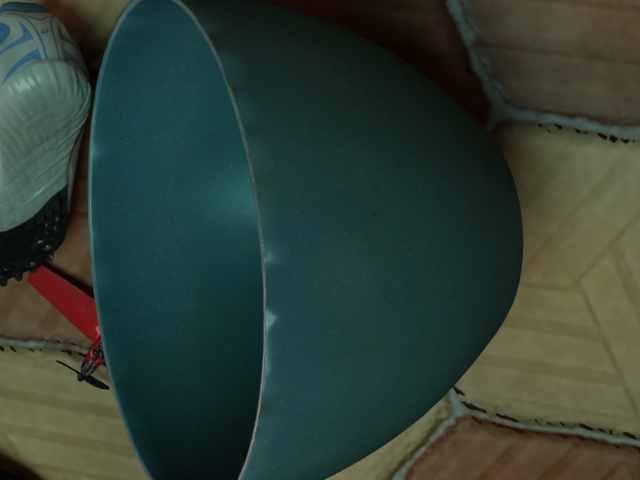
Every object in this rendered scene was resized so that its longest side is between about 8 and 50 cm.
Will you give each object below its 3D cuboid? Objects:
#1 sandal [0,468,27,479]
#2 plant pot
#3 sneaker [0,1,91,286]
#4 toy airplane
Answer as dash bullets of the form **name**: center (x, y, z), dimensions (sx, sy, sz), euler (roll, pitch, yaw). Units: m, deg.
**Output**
- **sandal**: center (-0.402, 0.149, 1.124), dimensions (0.445, 0.107, 0.167), euler (31, 121, -18)
- **plant pot**: center (0.000, 0.000, 0.850), dimensions (0.195, 0.290, 0.290), euler (-5, 124, -24)
- **sneaker**: center (-0.205, -0.055, 0.971), dimensions (0.085, 0.086, 0.237), euler (2, 139, -27)
- **toy airplane**: center (-0.133, 0.054, 1.030), dimensions (0.151, 0.028, 0.151), euler (7, 119, 13)
